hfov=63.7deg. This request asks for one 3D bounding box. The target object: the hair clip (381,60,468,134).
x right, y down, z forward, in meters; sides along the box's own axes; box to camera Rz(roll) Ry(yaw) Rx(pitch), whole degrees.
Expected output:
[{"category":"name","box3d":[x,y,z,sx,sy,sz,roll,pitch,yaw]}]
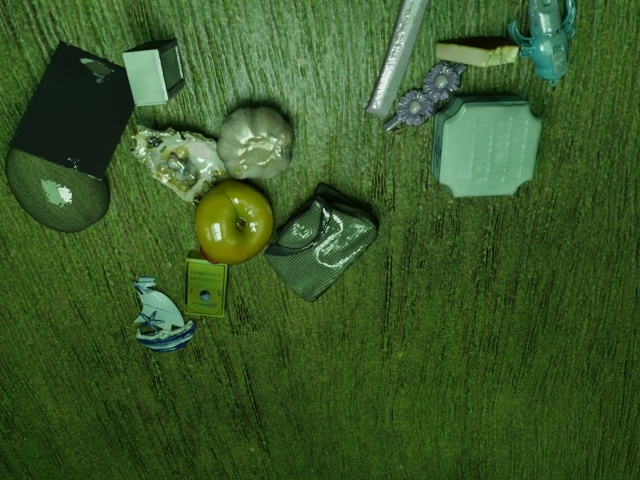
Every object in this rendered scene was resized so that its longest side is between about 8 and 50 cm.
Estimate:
[{"category":"hair clip","box3d":[0.302,-0.402,1.463,0.292,0.084,0.106,-43,67,16]}]

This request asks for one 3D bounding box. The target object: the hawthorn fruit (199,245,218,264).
[{"category":"hawthorn fruit","box3d":[-0.328,0.012,1.634,0.127,0.128,0.128,0,117,-1]}]

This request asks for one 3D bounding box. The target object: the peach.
[{"category":"peach","box3d":[-0.255,-0.055,1.525,0.251,0.153,0.252,0,91,-35]}]

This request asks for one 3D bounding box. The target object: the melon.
[{"category":"melon","box3d":[-0.747,-0.168,1.470,0.237,0.237,0.302,-28,109,12]}]

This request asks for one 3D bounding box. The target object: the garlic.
[{"category":"garlic","box3d":[-0.186,-0.281,1.470,0.227,0.152,0.228,-3,114,-8]}]

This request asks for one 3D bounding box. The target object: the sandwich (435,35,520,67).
[{"category":"sandwich","box3d":[0.415,-0.498,1.366,0.192,0.163,0.058,-3,120,1]}]

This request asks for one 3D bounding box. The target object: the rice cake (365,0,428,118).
[{"category":"rice cake","box3d":[0.213,-0.512,1.415,0.072,0.056,0.365,14,116,-10]}]

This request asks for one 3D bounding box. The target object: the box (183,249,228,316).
[{"category":"box","box3d":[-0.383,0.148,1.735,0.140,0.064,0.220,7,118,-6]}]

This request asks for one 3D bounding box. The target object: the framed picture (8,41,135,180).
[{"category":"framed picture","box3d":[-0.647,-0.350,1.392,0.243,0.013,0.324,21,76,-12]}]

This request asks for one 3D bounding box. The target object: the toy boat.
[{"category":"toy boat","box3d":[-0.579,0.273,1.796,0.210,0.070,0.292,-35,109,10]}]

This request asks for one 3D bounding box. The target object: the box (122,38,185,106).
[{"category":"box","box3d":[-0.423,-0.441,1.341,0.085,0.225,0.130,-5,117,1]}]

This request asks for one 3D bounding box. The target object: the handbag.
[{"category":"handbag","box3d":[0.000,0.000,1.580,0.240,0.247,0.340,43,112,-8]}]

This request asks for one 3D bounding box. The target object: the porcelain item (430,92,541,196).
[{"category":"porcelain item","box3d":[0.466,-0.274,1.484,0.281,0.157,0.286,-4,116,-1]}]

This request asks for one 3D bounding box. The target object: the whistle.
[{"category":"whistle","box3d":[0.607,-0.547,1.381,0.186,0.093,0.274,-23,116,-3]}]

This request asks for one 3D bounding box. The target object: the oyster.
[{"category":"oyster","box3d":[-0.389,-0.238,1.513,0.201,0.107,0.354,-35,136,14]}]
